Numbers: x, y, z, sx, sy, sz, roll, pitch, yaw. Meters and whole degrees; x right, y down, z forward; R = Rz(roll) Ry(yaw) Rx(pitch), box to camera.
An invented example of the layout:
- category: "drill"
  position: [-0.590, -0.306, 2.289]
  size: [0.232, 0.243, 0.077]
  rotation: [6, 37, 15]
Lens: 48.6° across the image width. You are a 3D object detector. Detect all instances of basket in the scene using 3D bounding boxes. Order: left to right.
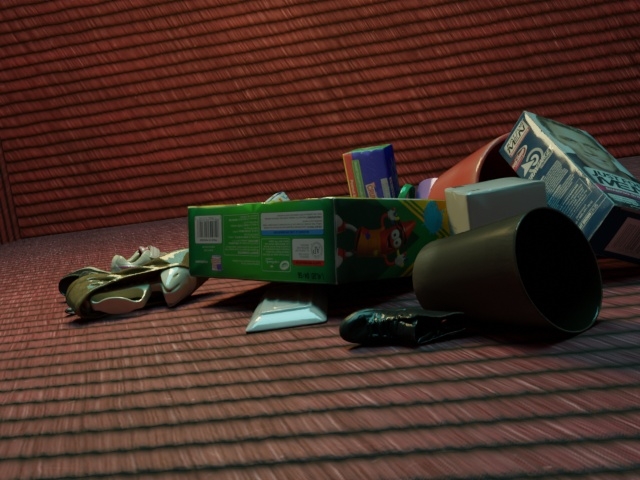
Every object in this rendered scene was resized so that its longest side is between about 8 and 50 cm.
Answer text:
- category: "basket"
  position: [0.258, 0.051, 1.045]
  size: [0.227, 0.204, 0.154]
  rotation: [-9, 48, 53]

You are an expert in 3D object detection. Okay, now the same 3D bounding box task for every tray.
- category: "tray"
  position: [-0.059, 0.118, 1.355]
  size: [0.145, 0.030, 0.270]
  rotation: [-9, 8, 3]

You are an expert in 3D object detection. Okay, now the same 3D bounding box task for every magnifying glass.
- category: "magnifying glass"
  position: [0.239, -0.076, 1.948]
  size: [0.026, 0.092, 0.231]
  rotation: [18, -21, 22]

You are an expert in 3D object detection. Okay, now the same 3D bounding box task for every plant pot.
- category: "plant pot"
  position: [0.385, -0.088, 1.600]
  size: [0.275, 0.275, 0.243]
  rotation: [-12, 0, -26]

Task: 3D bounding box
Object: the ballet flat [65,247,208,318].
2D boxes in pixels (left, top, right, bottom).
- category: "ballet flat"
  position: [-0.384, 0.105, 1.563]
  size: [0.342, 0.116, 0.124]
  rotation: [-11, 29, -16]

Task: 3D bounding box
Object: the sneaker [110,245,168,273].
- category: "sneaker"
  position: [-0.418, 0.064, 1.807]
  size: [0.252, 0.111, 0.103]
  rotation: [-13, 9, -31]

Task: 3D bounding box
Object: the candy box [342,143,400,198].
- category: "candy box"
  position: [0.163, -0.136, 2.047]
  size: [0.122, 0.268, 0.317]
  rotation: [-9, 8, 10]

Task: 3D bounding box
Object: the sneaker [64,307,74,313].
- category: "sneaker"
  position: [-0.556, 0.147, 1.643]
  size: [0.031, 0.035, 0.083]
  rotation: [-3, 10, 40]

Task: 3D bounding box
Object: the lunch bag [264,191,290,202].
- category: "lunch bag"
  position: [-0.168, -0.042, 2.076]
  size: [0.176, 0.090, 0.219]
  rotation: [-43, 2, 30]

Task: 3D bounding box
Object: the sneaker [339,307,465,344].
- category: "sneaker"
  position: [0.119, 0.125, 1.040]
  size: [0.170, 0.051, 0.089]
  rotation: [-6, 4, -13]

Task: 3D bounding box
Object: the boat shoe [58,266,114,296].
- category: "boat shoe"
  position: [-0.573, 0.110, 1.737]
  size: [0.233, 0.084, 0.079]
  rotation: [0, 4, 35]

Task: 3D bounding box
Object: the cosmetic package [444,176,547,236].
- category: "cosmetic package"
  position: [0.334, -0.017, 1.339]
  size: [0.151, 0.184, 0.151]
  rotation: [-9, 9, -4]

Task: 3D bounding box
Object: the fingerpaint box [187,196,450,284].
- category: "fingerpaint box"
  position: [0.000, 0.000, 1.487]
  size: [0.444, 0.163, 0.371]
  rotation: [0, 2, 44]

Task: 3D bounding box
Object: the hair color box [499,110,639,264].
- category: "hair color box"
  position: [0.499, -0.106, 1.344]
  size: [0.173, 0.105, 0.347]
  rotation: [12, 32, -24]

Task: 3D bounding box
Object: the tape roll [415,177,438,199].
- category: "tape roll"
  position: [0.346, -0.092, 1.901]
  size: [0.189, 0.080, 0.189]
  rotation: [15, -17, 4]
